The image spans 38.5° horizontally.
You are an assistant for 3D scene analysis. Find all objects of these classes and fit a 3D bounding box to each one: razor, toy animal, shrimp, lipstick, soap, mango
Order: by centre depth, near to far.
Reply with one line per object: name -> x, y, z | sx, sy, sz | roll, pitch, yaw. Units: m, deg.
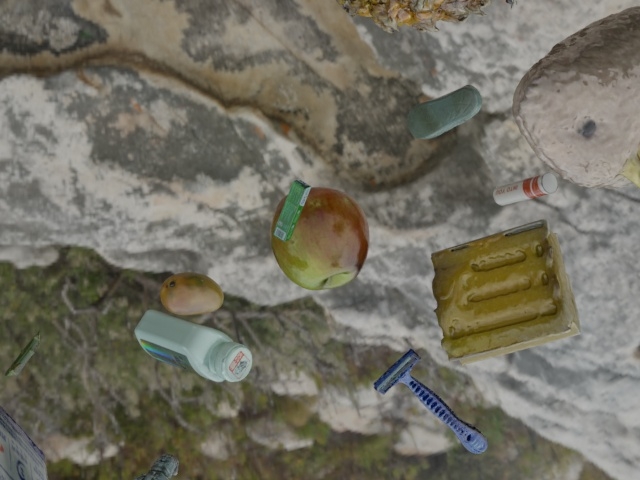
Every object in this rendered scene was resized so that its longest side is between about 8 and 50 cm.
toy animal -> 0.420, -0.196, 1.280 | 0.358, 0.188, 0.226 | -31, 104, -19
shrimp -> -0.282, 0.400, 1.509 | 0.082, 0.174, 0.076 | 16, 116, 6
lipstick -> 0.368, -0.092, 1.653 | 0.038, 0.038, 0.130 | 14, 165, -28
razor -> 0.210, 0.298, 1.659 | 0.093, 0.056, 0.324 | -45, 126, 3
soap -> 0.393, 0.115, 1.983 | 0.281, 0.259, 0.143 | -18, 157, 27
mango -> -0.298, 0.125, 2.152 | 0.163, 0.089, 0.111 | -1, 140, -33

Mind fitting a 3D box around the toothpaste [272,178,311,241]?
toothpaste -> -0.036, -0.038, 1.172 | 0.017, 0.020, 0.083 | -26, 144, -55

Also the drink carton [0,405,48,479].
drink carton -> -0.192, 0.224, 0.438 | 0.130, 0.315, 0.107 | -24, 135, -3

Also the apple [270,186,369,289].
apple -> 0.000, 0.000, 1.728 | 0.196, 0.196, 0.196 | -9, 133, -10

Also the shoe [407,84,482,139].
shoe -> 0.269, -0.265, 1.901 | 0.078, 0.079, 0.195 | -8, 171, -39

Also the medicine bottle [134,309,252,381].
medicine bottle -> -0.220, 0.193, 1.634 | 0.083, 0.229, 0.121 | -59, 135, -22

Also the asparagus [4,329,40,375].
asparagus -> -0.584, 0.226, 1.817 | 0.021, 0.025, 0.108 | 43, 72, -31

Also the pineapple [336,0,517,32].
pineapple -> 0.161, -0.499, 1.456 | 0.300, 0.352, 0.352 | -25, 143, -38
